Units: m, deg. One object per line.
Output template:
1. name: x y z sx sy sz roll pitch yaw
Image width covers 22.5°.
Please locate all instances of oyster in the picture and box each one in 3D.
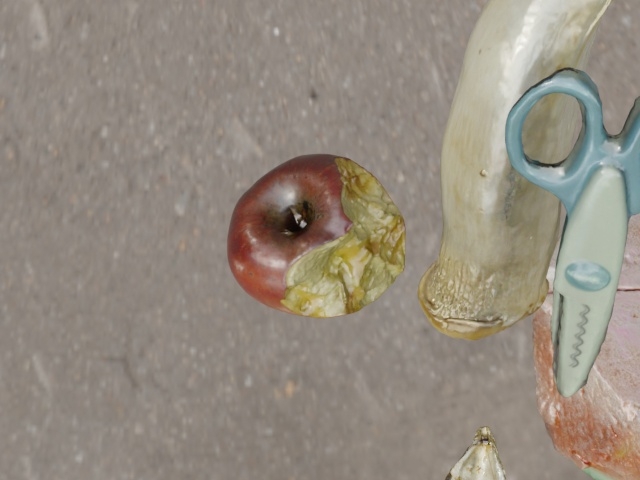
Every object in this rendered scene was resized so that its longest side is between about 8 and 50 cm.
1. oyster: 0.144 0.221 1.476 0.051 0.034 0.093 35 79 -3

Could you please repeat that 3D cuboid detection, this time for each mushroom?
1. mushroom: 0.147 -0.074 1.196 0.122 0.095 0.351 -11 133 -28

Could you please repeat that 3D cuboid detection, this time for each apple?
1. apple: -0.004 0.000 1.541 0.147 0.156 0.158 9 162 31

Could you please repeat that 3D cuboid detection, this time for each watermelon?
1. watermelon: 0.345 0.110 1.806 0.319 0.292 0.222 43 150 2

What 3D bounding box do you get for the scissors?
1. scissors: 0.180 0.005 1.057 0.138 0.041 0.289 7 137 5
